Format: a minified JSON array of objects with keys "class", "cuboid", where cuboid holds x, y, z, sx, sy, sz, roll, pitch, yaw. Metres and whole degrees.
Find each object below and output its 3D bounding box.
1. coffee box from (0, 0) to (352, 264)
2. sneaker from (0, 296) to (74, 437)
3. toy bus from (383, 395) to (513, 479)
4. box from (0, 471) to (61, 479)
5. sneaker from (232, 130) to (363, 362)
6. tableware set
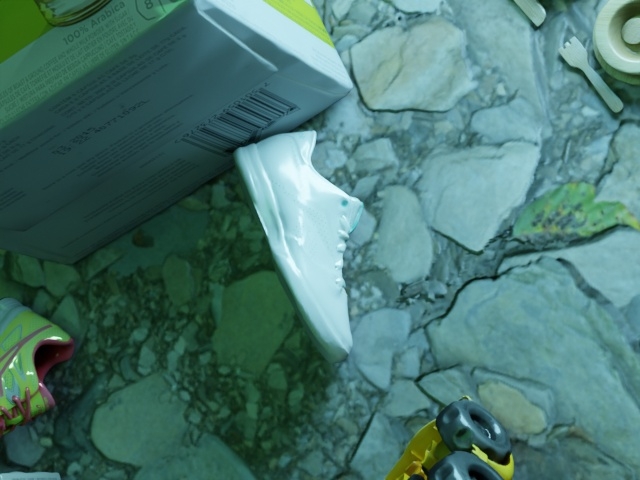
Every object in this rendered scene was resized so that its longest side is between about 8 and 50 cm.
[{"class":"coffee box","cuboid":[-0.231,-0.218,1.512,0.337,0.338,0.334,-30,73,16]},{"class":"sneaker","cuboid":[-0.295,0.147,1.599,0.094,0.081,0.208,20,58,10]},{"class":"toy bus","cuboid":[0.141,0.257,1.400,0.211,0.220,0.149,35,112,-8]},{"class":"box","cuboid":[-0.262,0.352,1.576,0.094,0.113,0.275,-23,74,19]},{"class":"sneaker","cuboid":[0.000,0.000,1.539,0.094,0.080,0.212,-21,80,-6]},{"class":"tableware set","cuboid":[0.238,-0.217,1.481,0.128,0.039,0.194,-42,70,12]}]
